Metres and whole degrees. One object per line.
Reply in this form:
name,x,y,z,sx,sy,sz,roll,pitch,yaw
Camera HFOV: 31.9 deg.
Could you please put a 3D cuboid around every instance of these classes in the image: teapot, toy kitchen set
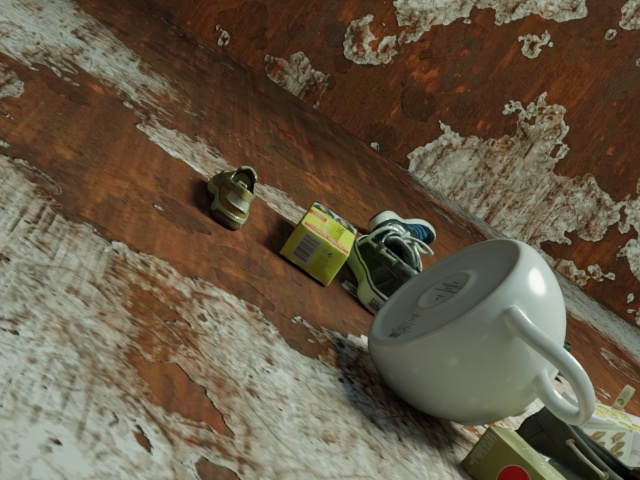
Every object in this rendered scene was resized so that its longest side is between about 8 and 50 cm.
teapot,0.194,0.131,1.318,0.187,0.253,0.256,56,26,-14
toy kitchen set,0.534,0.303,1.911,0.083,0.075,0.068,35,12,21

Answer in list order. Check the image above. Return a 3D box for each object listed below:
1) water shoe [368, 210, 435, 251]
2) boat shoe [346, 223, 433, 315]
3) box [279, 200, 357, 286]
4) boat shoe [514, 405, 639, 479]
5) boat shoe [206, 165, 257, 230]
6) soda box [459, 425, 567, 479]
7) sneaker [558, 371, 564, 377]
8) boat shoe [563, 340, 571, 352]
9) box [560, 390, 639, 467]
water shoe,0.161,0.003,2.142,0.203,0.073,0.080,13,46,-52
boat shoe,0.108,0.031,1.727,0.113,0.105,0.306,34,12,-5
box,0.000,0.000,1.664,0.087,0.058,0.232,36,12,-1
boat shoe,0.374,0.305,1.391,0.335,0.095,0.112,30,12,-24
boat shoe,-0.116,-0.073,1.596,0.068,0.072,0.190,31,12,-18
soda box,0.240,0.280,1.209,0.181,0.058,0.061,43,14,33
sneaker,0.405,0.193,2.034,0.144,0.059,0.053,44,12,36
boat shoe,0.410,0.175,2.142,0.152,0.049,0.056,35,12,-1
box,0.453,0.299,1.724,0.324,0.063,0.067,23,17,-45
